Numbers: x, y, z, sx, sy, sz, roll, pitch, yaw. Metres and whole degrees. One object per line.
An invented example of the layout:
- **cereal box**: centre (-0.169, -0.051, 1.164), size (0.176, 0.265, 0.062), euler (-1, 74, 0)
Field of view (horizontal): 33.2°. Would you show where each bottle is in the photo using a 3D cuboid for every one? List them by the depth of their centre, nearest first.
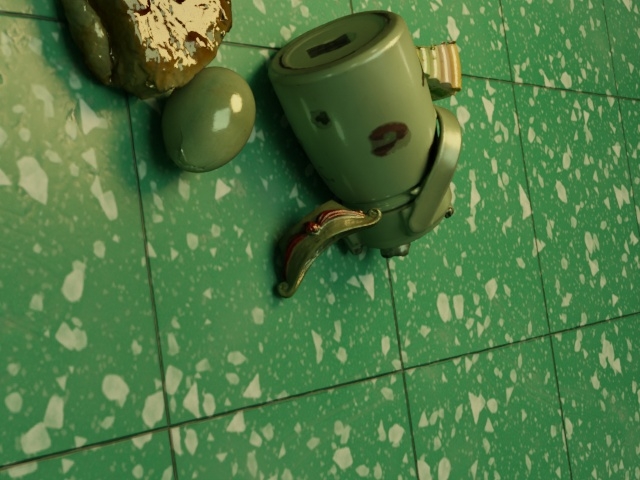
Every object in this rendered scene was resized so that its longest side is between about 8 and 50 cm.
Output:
- **bottle**: centre (0.090, -0.141, 1.567), size (0.229, 0.229, 0.352), euler (-53, 127, -42)

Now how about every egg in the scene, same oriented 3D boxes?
- **egg**: centre (-0.143, -0.152, 1.361), size (0.114, 0.114, 0.152), euler (49, 49, -32)

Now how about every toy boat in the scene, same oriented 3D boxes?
- **toy boat**: centre (-0.001, 0.000, 1.508), size (0.185, 0.089, 0.071), euler (-39, 80, -6)

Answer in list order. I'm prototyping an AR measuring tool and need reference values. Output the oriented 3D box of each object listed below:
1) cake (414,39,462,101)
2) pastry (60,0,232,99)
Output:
- **cake**: centre (0.138, -0.265, 1.729), size (0.225, 0.109, 0.090), euler (-15, 94, -51)
- **pastry**: centre (-0.208, -0.283, 1.324), size (0.229, 0.100, 0.218), euler (-5, 86, -49)
